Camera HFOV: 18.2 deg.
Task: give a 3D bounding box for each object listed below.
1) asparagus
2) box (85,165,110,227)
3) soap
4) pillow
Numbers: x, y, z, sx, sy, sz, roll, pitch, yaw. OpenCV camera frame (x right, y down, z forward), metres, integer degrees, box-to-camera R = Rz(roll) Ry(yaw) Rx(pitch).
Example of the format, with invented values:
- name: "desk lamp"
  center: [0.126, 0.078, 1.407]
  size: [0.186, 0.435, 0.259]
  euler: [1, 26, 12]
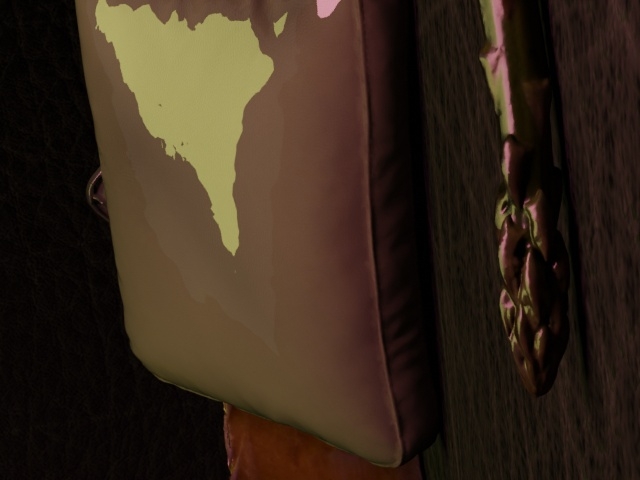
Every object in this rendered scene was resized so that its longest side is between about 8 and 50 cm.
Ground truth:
- name: "asparagus"
  center: [0.061, -0.066, 0.664]
  size: [0.034, 0.027, 0.236]
  euler: [155, 109, -66]
- name: "box"
  center: [-0.063, -0.048, 1.386]
  size: [0.124, 0.172, 0.093]
  euler: [38, -178, -36]
- name: "soap"
  center: [0.000, 0.138, 1.406]
  size: [0.076, 0.135, 0.233]
  euler: [88, 176, -67]
- name: "pillow"
  center: [-0.039, -0.034, 1.214]
  size: [0.255, 0.120, 0.322]
  euler: [15, 120, 43]
